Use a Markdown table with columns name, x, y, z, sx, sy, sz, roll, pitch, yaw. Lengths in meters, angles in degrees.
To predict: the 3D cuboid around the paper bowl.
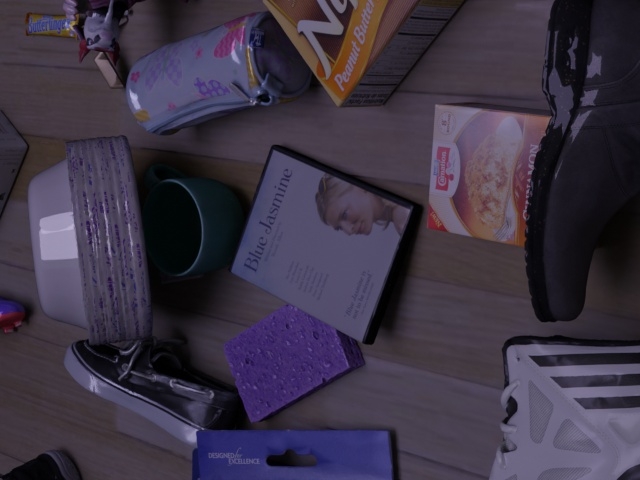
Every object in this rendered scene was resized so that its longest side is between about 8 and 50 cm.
| name | x | y | z | sx | sy | sz | roll | pitch | yaw |
| --- | --- | --- | --- | --- | --- | --- | --- | --- | --- |
| paper bowl | -0.318 | 0.002 | 1.778 | 0.284 | 0.148 | 0.284 | 174 | 90 | -80 |

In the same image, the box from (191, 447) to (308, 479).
| name | x | y | z | sx | sy | sz | roll | pitch | yaw |
| --- | --- | --- | --- | --- | --- | --- | --- | --- | --- |
| box | -0.089 | 0.361 | 1.763 | 0.225 | 0.036 | 0.136 | 6 | 99 | 41 |

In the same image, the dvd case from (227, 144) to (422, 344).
| name | x | y | z | sx | sy | sz | roll | pitch | yaw |
| --- | --- | --- | --- | --- | --- | --- | --- | --- | --- |
| dvd case | 0.000 | 0.000 | 1.625 | 0.253 | 0.022 | 0.180 | 26 | 100 | 40 |

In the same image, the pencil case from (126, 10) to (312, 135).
| name | x | y | z | sx | sy | sz | roll | pitch | yaw |
| --- | --- | --- | --- | --- | --- | --- | --- | --- | --- |
| pencil case | -0.134 | -0.211 | 1.689 | 0.273 | 0.113 | 0.124 | -8 | 72 | 45 |

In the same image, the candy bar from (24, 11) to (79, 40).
| name | x | y | z | sx | sy | sz | roll | pitch | yaw |
| --- | --- | --- | --- | --- | --- | --- | --- | --- | --- |
| candy bar | -0.411 | -0.330 | 2.001 | 0.161 | 0.018 | 0.040 | 13 | 105 | 47 |

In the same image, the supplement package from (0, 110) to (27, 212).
| name | x | y | z | sx | sy | sz | roll | pitch | yaw |
| --- | --- | --- | --- | --- | --- | --- | --- | --- | --- |
| supplement package | -0.572 | -0.114 | 2.127 | 0.105 | 0.105 | 0.179 | 48 | 125 | 29 |

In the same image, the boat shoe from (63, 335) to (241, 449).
| name | x | y | z | sx | sy | sz | roll | pitch | yaw |
| --- | --- | --- | --- | --- | --- | --- | --- | --- | --- |
| boat shoe | -0.238 | 0.188 | 1.838 | 0.306 | 0.113 | 0.105 | 25 | 105 | 37 |

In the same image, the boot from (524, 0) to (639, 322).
| name | x | y | z | sx | sy | sz | roll | pitch | yaw |
| --- | --- | --- | --- | --- | --- | --- | --- | --- | --- |
| boot | 0.317 | -0.070 | 1.237 | 0.223 | 0.118 | 0.338 | 7 | 105 | 15 |

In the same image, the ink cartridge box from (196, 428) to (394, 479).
| name | x | y | z | sx | sy | sz | roll | pitch | yaw |
| --- | --- | --- | --- | --- | --- | --- | --- | --- | --- |
| ink cartridge box | -0.038 | 0.398 | 1.652 | 0.304 | 0.072 | 0.307 | -6 | 94 | 31 |

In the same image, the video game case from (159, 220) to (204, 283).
| name | x | y | z | sx | sy | sz | roll | pitch | yaw |
| --- | --- | --- | --- | --- | --- | --- | --- | --- | --- |
| video game case | -0.206 | -0.003 | 1.853 | 0.087 | 0.011 | 0.122 | -11 | 87 | 44 |

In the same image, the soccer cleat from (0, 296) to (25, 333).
| name | x | y | z | sx | sy | sz | roll | pitch | yaw |
| --- | --- | --- | --- | --- | --- | --- | --- | --- | --- |
| soccer cleat | -0.579 | 0.117 | 2.182 | 0.248 | 0.083 | 0.095 | -16 | 79 | 46 |

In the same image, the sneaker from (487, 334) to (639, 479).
| name | x | y | z | sx | sy | sz | roll | pitch | yaw |
| --- | --- | --- | --- | --- | --- | --- | --- | --- | --- |
| sneaker | 0.229 | 0.254 | 1.390 | 0.447 | 0.169 | 0.257 | -40 | 59 | 30 |

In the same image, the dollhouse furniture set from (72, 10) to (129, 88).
| name | x | y | z | sx | sy | sz | roll | pitch | yaw |
| --- | --- | --- | --- | --- | --- | --- | --- | --- | --- |
| dollhouse furniture set | -0.295 | -0.284 | 1.911 | 0.081 | 0.091 | 0.114 | -30 | 97 | 1 |

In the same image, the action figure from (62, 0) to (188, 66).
| name | x | y | z | sx | sy | sz | roll | pitch | yaw |
| --- | --- | --- | --- | --- | --- | --- | --- | --- | --- |
| action figure | -0.274 | -0.409 | 1.712 | 0.276 | 0.248 | 0.370 | 39 | 117 | 35 |

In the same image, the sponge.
| name | x | y | z | sx | sy | sz | roll | pitch | yaw |
| --- | --- | --- | --- | --- | --- | --- | --- | --- | --- |
| sponge | -0.039 | 0.149 | 1.697 | 0.210 | 0.031 | 0.117 | -34 | 72 | 41 |

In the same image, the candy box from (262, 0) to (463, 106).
| name | x | y | z | sx | sy | sz | roll | pitch | yaw |
| --- | --- | --- | --- | --- | --- | --- | --- | --- | --- |
| candy box | 0.081 | -0.325 | 1.488 | 0.316 | 0.087 | 0.183 | -51 | 61 | 35 |

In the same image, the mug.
| name | x | y | z | sx | sy | sz | roll | pitch | yaw |
| --- | --- | --- | --- | --- | --- | --- | --- | --- | --- |
| mug | -0.165 | -0.033 | 1.751 | 0.129 | 0.097 | 0.157 | -9 | 87 | 45 |

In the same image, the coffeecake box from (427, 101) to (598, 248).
| name | x | y | z | sx | sy | sz | roll | pitch | yaw |
| --- | --- | --- | --- | --- | --- | --- | --- | --- | --- |
| coffeecake box | 0.210 | -0.071 | 1.407 | 0.185 | 0.068 | 0.142 | 12 | 104 | 43 |

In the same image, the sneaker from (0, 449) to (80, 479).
| name | x | y | z | sx | sy | sz | roll | pitch | yaw |
| --- | --- | --- | --- | --- | --- | --- | --- | --- | --- |
| sneaker | -0.422 | 0.458 | 2.013 | 0.101 | 0.153 | 0.268 | -48 | 63 | 36 |
